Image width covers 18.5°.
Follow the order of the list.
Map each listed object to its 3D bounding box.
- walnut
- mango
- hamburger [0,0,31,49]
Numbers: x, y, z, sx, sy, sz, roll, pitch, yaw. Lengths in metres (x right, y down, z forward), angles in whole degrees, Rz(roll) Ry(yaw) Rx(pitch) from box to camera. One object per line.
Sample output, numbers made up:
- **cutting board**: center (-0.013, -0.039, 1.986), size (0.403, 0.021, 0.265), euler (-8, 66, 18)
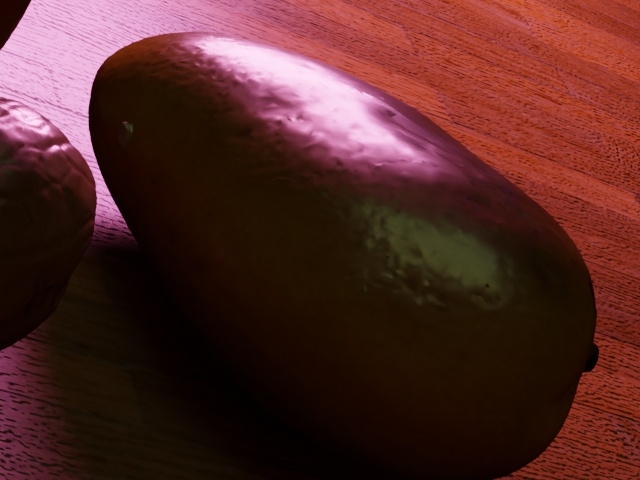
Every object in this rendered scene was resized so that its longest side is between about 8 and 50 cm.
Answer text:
- **walnut**: center (-0.229, -0.005, 1.198), size (0.167, 0.167, 0.207), euler (40, 32, 11)
- **mango**: center (0.000, 0.000, 1.426), size (0.445, 0.220, 0.301), euler (35, 30, 21)
- **hamburger**: center (-0.338, -0.209, 1.306), size (0.212, 0.274, 0.274), euler (41, 26, 19)
